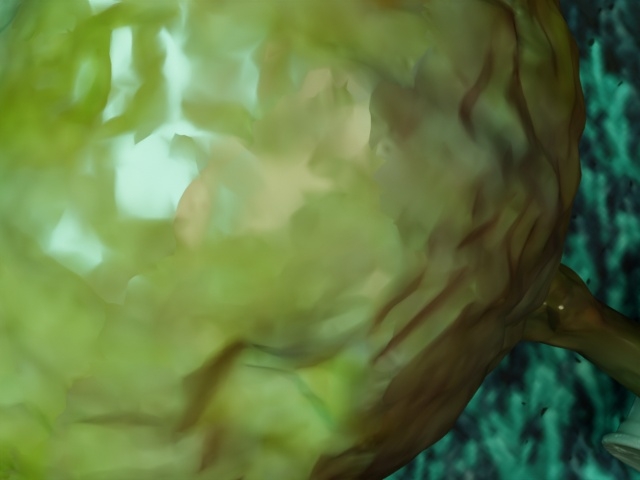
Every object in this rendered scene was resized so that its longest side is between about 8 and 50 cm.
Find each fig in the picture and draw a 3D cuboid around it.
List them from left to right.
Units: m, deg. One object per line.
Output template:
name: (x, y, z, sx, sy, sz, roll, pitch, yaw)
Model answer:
fig: (0.000, 0.000, 0.673, 0.368, 0.286, 0.286, 33, 84, -37)

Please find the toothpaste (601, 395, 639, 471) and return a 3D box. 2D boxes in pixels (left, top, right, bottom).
toothpaste: (0.208, -0.035, 0.831, 0.114, 0.073, 0.299, 28, 78, -13)
